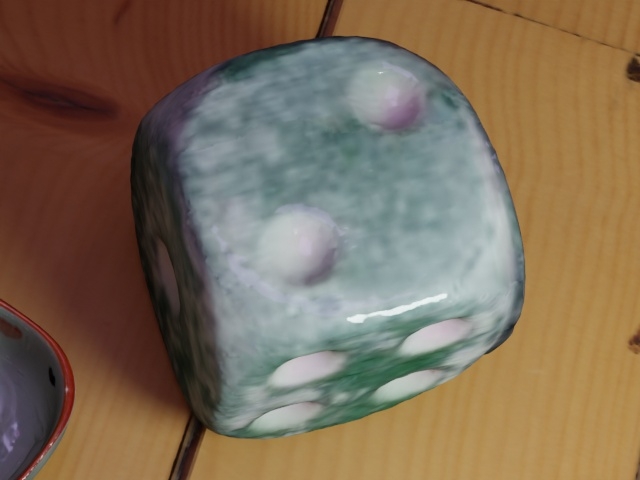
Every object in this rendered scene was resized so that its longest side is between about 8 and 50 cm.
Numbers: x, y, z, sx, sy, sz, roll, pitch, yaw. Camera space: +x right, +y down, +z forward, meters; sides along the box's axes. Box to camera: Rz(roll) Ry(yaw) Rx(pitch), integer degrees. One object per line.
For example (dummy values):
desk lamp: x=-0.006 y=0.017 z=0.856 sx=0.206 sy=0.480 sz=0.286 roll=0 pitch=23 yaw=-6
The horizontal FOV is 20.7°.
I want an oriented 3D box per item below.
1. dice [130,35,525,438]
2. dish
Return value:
dice: x=0.000 y=0.000 z=1.857 sx=0.348 sy=0.328 sz=0.330 roll=-12 pitch=68 yaw=-16
dish: x=-0.385 y=0.181 z=1.818 sx=0.256 sy=0.117 sz=0.256 roll=4 pitch=63 yaw=-8
